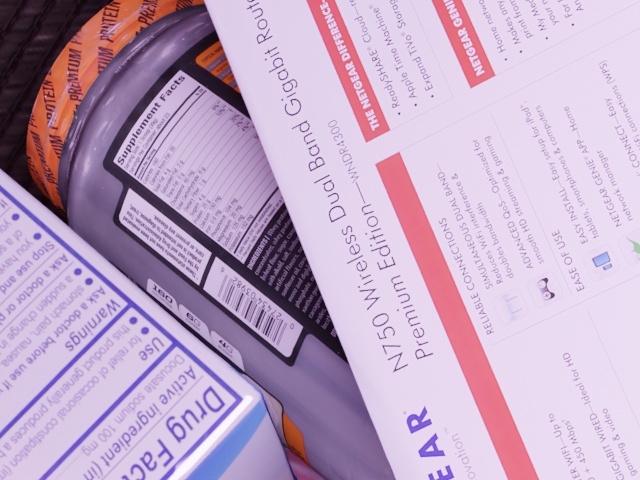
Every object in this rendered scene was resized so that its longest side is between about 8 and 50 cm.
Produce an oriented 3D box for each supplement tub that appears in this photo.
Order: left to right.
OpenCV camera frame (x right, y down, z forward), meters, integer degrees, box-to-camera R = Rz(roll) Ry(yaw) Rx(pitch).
[{"bbox_3d":[0.000,0.000,1.006,0.316,0.193,0.193,38,91,29],"label":"supplement tub"}]

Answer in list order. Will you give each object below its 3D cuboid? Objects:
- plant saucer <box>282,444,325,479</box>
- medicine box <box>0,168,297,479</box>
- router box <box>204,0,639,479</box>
[{"bbox_3d":[-0.059,0.256,1.013,0.332,0.084,0.332,-8,70,21],"label":"plant saucer"},{"bbox_3d":[-0.206,0.109,0.946,0.289,0.149,0.263,39,76,21],"label":"medicine box"},{"bbox_3d":[0.139,-0.042,0.797,0.301,0.082,0.335,-26,73,15],"label":"router box"}]
